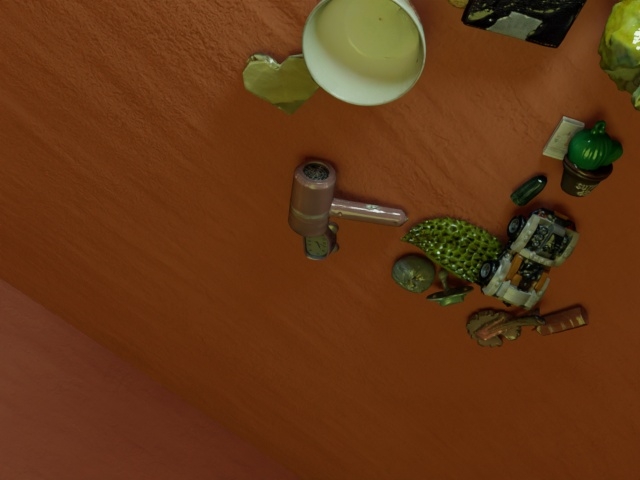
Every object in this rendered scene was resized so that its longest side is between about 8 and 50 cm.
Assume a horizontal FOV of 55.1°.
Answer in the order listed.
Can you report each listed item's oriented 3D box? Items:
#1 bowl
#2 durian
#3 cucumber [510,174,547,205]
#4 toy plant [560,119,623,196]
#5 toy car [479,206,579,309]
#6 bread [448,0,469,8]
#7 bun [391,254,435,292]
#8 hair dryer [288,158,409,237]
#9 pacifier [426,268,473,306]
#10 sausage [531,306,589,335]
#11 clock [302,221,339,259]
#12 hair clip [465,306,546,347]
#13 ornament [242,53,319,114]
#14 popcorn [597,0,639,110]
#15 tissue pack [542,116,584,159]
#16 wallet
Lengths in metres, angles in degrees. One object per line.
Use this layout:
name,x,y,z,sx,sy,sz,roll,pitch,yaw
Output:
bowl,0.106,-0.455,1.372,0.277,0.145,0.277,12,139,10
durian,0.423,0.038,1.820,0.352,0.158,0.169,29,172,-10
cucumber,0.552,-0.133,1.610,0.048,0.048,0.105,30,137,-11
toy plant,0.650,-0.198,1.463,0.143,0.105,0.200,-2,135,-15
toy car,0.575,0.048,1.688,0.193,0.118,0.301,21,115,-15
bread,0.302,-0.529,1.294,0.083,0.046,0.081,-27,115,41
bun,0.293,0.112,1.939,0.141,0.083,0.140,12,135,12
hair dryer,0.088,-0.107,1.784,0.353,0.125,0.210,8,136,-2
pacifier,0.403,0.144,1.938,0.151,0.127,0.116,-15,92,12
sausage,0.753,0.261,1.934,0.169,0.065,0.065,-27,121,40
clock,0.000,0.000,1.955,0.110,0.050,0.152,9,137,12
hair clip,0.610,0.272,1.994,0.173,0.069,0.300,37,145,-16
ornament,-0.089,-0.396,1.574,0.201,0.059,0.180,3,138,15
popcorn,0.678,-0.383,1.177,0.277,0.225,0.276,12,127,16
tissue pack,0.591,-0.248,1.494,0.056,0.023,0.108,18,138,0
wallet,0.427,-0.520,1.211,0.221,0.071,0.262,12,137,-6
